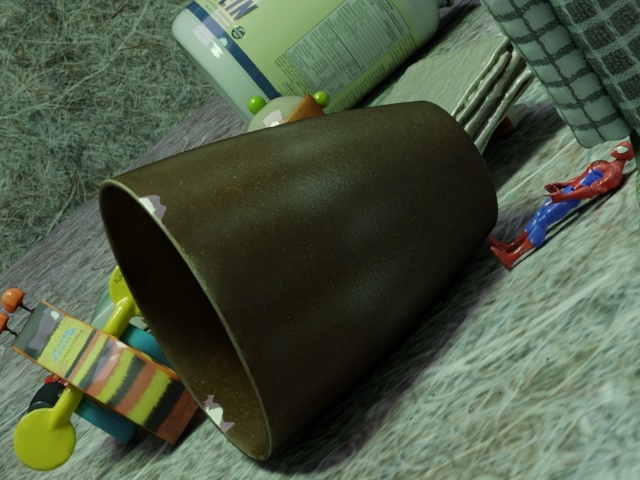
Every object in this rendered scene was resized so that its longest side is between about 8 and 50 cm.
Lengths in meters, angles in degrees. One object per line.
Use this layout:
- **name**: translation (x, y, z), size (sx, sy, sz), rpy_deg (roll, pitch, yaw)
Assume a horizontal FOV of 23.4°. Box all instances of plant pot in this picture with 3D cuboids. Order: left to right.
- **plant pot**: translation (0.000, 0.000, 1.071), size (0.230, 0.215, 0.215), rpy_deg (-31, 8, -18)

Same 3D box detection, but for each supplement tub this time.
- **supplement tub**: translation (0.001, -0.287, 1.961), size (0.325, 0.235, 0.235), rpy_deg (-41, 12, -2)

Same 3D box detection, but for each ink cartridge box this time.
- **ink cartridge box**: translation (-0.265, 0.105, 1.829), size (0.224, 0.056, 0.181), rpy_deg (-38, 12, 5)

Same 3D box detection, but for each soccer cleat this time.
- **soccer cleat**: translation (0.151, -0.106, 1.347), size (0.035, 0.029, 0.083), rpy_deg (-35, 13, -18)

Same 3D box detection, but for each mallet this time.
- **mallet**: translation (-0.235, 0.142, 1.646), size (0.189, 0.039, 0.062), rpy_deg (-32, 13, 21)

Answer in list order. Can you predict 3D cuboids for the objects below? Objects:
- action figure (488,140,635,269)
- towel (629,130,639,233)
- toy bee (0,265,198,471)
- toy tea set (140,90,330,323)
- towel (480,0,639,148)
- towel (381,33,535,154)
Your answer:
- **action figure**: translation (0.162, -0.027, 1.028), size (0.115, 0.030, 0.038), rpy_deg (-36, 7, 12)
- **towel**: translation (0.315, -0.126, 0.882), size (0.324, 0.056, 0.312), rpy_deg (-34, 17, 22)
- **toy bee**: translation (-0.218, 0.112, 1.368), size (0.298, 0.162, 0.195), rpy_deg (-29, 33, 55)
- **toy tea set**: translation (-0.089, -0.034, 1.571), size (0.200, 0.124, 0.336), rpy_deg (-39, 11, 29)
- **towel**: translation (0.200, -0.227, 0.897), size (0.284, 0.235, 0.121), rpy_deg (-48, 20, -22)
- **towel**: translation (0.087, -0.084, 1.331), size (0.187, 0.049, 0.282), rpy_deg (-55, 13, -7)
